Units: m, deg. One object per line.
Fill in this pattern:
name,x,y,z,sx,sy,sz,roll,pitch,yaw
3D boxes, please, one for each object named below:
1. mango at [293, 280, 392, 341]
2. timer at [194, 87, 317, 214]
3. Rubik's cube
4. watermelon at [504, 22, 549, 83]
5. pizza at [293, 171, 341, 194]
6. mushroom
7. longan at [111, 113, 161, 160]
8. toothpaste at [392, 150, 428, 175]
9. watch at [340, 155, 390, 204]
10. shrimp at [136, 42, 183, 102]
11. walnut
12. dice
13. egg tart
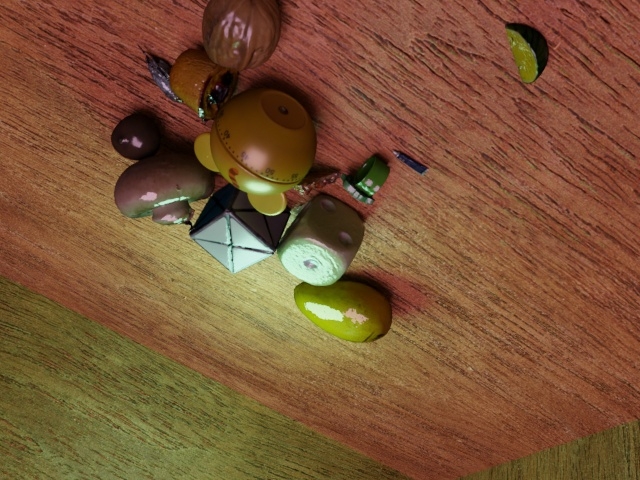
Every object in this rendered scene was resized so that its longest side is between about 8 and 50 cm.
mango,0.090,0.291,2.372,0.446,0.220,0.301,18,140,7
timer,-0.203,-0.292,1.781,0.376,0.376,0.387,32,132,-13
Rubik's cube,-0.304,-0.070,2.116,0.260,0.259,0.255,-26,122,34
watermelon,0.563,-0.497,1.484,0.092,0.075,0.181,-7,133,31
pizza,-0.046,-0.196,1.936,0.201,0.193,0.053,0,110,27
mushroom,-0.563,-0.163,2.023,0.363,0.362,0.294,-13,96,31
longan,-0.662,-0.371,1.992,0.189,0.189,0.189,10,137,10
toothpaste,0.301,-0.265,1.862,0.140,0.021,0.037,30,136,-14
watch,0.158,-0.221,1.892,0.131,0.165,0.152,33,111,-13
shrimp,-0.526,-0.556,1.824,0.233,0.079,0.090,50,168,-22
walnut,-0.224,-0.601,1.567,0.225,0.224,0.261,23,143,-4
dice,0.000,0.000,2.075,0.255,0.249,0.252,31,136,-12
egg tart,-0.366,-0.499,1.741,0.171,0.215,0.215,31,138,9
